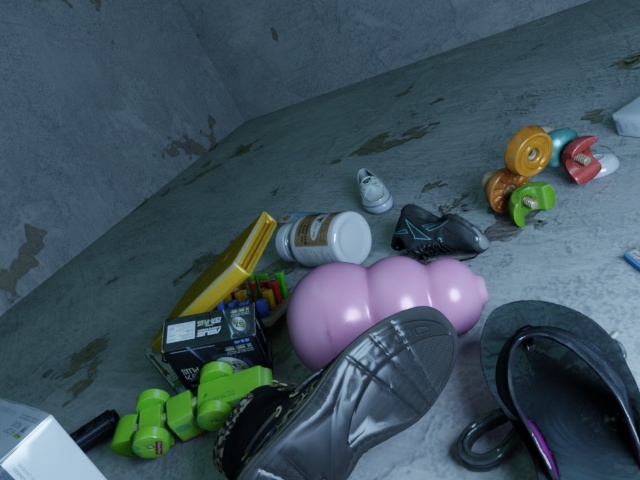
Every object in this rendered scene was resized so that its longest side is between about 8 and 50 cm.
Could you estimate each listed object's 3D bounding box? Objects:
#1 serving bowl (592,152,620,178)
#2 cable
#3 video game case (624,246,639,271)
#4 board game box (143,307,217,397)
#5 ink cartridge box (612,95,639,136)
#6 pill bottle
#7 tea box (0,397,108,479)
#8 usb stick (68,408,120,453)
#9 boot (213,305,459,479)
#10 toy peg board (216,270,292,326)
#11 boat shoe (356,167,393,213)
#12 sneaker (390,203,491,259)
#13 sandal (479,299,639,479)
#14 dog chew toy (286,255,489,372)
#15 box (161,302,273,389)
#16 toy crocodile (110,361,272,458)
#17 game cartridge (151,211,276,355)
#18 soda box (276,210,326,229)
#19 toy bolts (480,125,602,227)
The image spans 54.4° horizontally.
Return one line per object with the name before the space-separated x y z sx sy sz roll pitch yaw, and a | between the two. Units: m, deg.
serving bowl | 0.584 -0.162 1.313 0.083 0.027 0.083 -25 22 11
cable | 0.308 0.210 0.843 0.140 0.072 0.287 22 65 41
video game case | 0.577 0.014 0.959 0.166 0.015 0.119 -26 23 6
board game box | -0.266 0.246 1.415 0.214 0.046 0.317 -38 24 -20
ink cartridge box | 0.809 -0.301 1.308 0.275 0.060 0.239 -33 21 -9
pill bottle | 0.000 0.000 1.515 0.229 0.131 0.131 -3 33 47
tea box | -0.417 0.441 0.801 0.220 0.328 0.323 -5 31 44
usb stick | -0.549 0.453 1.305 0.278 0.045 0.077 -34 16 -12
boot | 0.003 0.239 0.904 0.377 0.138 0.284 -44 7 -20
toy peg board | -0.158 0.128 1.410 0.161 0.079 0.161 -5 16 24
boat shoe | 0.136 -0.140 1.727 0.083 0.075 0.226 -29 22 0
sneaker | 0.247 0.000 1.311 0.106 0.101 0.267 -56 28 -7
sandal | 0.288 0.198 0.702 0.168 0.107 0.445 -23 32 12
dog chew toy | 0.115 0.118 1.057 0.332 0.206 0.206 -15 25 12
box | -0.196 0.208 1.207 0.180 0.147 0.077 -11 47 3
toy crocodile | -0.241 0.324 1.161 0.341 0.105 0.115 -23 38 6
game cartridge | -0.245 0.099 1.447 0.324 0.053 0.285 -44 12 24
soda box | -0.045 -0.041 1.752 0.063 0.058 0.183 -40 26 -26
toy bolts | 0.434 -0.177 1.283 0.229 0.218 0.158 -29 37 -8
